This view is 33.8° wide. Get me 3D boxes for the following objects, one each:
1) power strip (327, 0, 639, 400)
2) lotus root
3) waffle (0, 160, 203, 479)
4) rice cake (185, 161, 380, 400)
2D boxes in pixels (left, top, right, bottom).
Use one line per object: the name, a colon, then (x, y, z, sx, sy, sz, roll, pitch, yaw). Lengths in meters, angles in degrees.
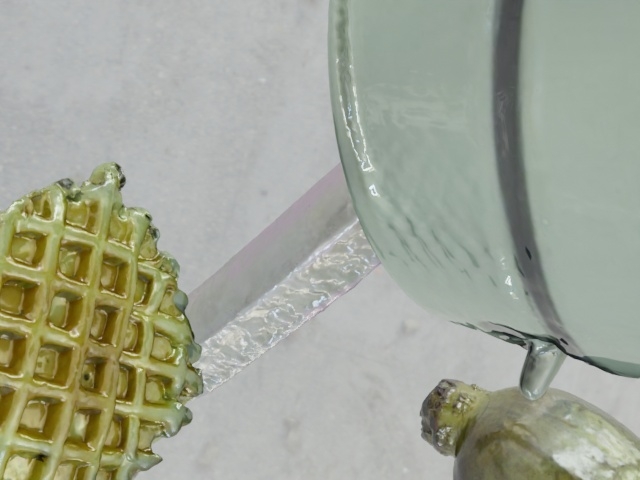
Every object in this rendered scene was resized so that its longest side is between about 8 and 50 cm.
power strip: (0.164, -0.093, 0.485, 0.357, 0.161, 0.357, -19, 115, -47)
lotus root: (0.204, 0.219, 0.824, 0.173, 0.309, 0.173, -41, 165, -13)
waffle: (-0.163, 0.070, 0.673, 0.214, 0.054, 0.207, -36, 109, -42)
rice cake: (-0.001, 0.000, 0.791, 0.064, 0.399, 0.070, 31, 34, -32)
